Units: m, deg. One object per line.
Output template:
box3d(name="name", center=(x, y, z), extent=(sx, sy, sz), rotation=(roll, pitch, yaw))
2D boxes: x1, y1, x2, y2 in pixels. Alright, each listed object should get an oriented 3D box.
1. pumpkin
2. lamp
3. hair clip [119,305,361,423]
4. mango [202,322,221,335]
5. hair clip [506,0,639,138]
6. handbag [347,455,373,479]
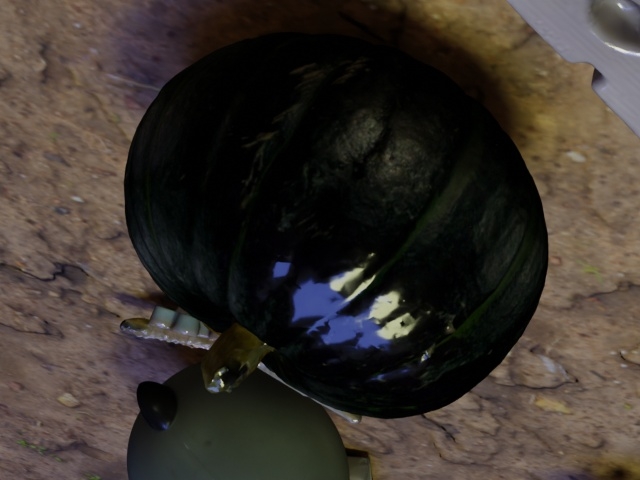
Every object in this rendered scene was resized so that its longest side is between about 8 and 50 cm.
box3d(name="pumpkin", center=(0.000, 0.000, 0.973), extent=(0.250, 0.216, 0.250), rotation=(36, 165, 12))
box3d(name="lamp", center=(-0.064, 0.199, 1.476), extent=(0.197, 0.198, 0.244), rotation=(10, 170, 12))
box3d(name="hair clip", center=(-0.053, 0.084, 1.376), extent=(0.214, 0.056, 0.062), rotation=(21, 173, 7))
box3d(name="mango", center=(0.001, 0.067, 1.277), extent=(0.190, 0.075, 0.098), rotation=(20, 150, 7))
box3d(name="hair clip", center=(0.197, -0.080, 0.829), extent=(0.101, 0.085, 0.331), rotation=(-14, 141, 44))
box3d(name="handbag", center=(-0.034, 0.241, 1.653), extent=(0.173, 0.095, 0.117), rotation=(3, 149, 7))
